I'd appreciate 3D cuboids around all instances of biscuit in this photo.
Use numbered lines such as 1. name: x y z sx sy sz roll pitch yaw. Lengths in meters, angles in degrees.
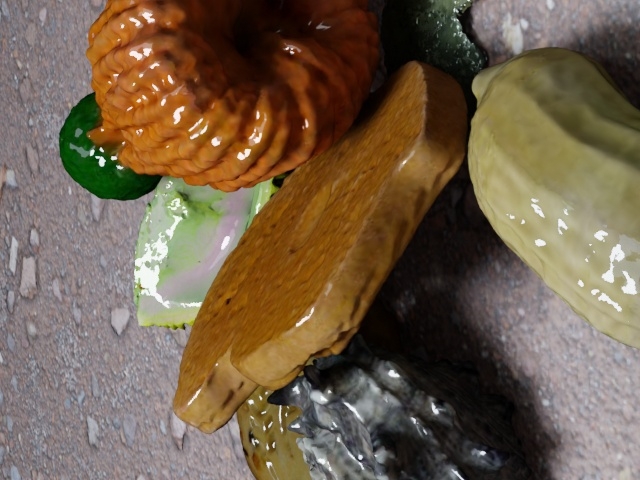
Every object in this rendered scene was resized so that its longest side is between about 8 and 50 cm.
1. biscuit: -0.006 0.188 1.598 0.359 0.046 0.359 16 110 51
2. biscuit: 0.001 0.000 1.348 0.455 0.078 0.349 -39 28 49

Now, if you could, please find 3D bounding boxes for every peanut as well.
1. peanut: 0.226 -0.044 1.113 0.174 0.158 0.340 -45 56 2

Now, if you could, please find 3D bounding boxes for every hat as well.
1. hat: -0.119 -0.140 1.432 0.400 0.285 0.285 -48 58 57

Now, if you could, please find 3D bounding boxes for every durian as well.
1. durian: -0.128 -0.066 1.600 0.157 0.170 0.355 -165 77 -74

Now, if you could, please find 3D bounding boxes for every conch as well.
1. conch: 0.069 0.220 1.356 0.313 0.186 0.240 22 124 29

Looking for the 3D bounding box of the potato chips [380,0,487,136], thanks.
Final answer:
1. potato chips: 0.125 -0.215 1.354 0.202 0.029 0.220 46 133 44
